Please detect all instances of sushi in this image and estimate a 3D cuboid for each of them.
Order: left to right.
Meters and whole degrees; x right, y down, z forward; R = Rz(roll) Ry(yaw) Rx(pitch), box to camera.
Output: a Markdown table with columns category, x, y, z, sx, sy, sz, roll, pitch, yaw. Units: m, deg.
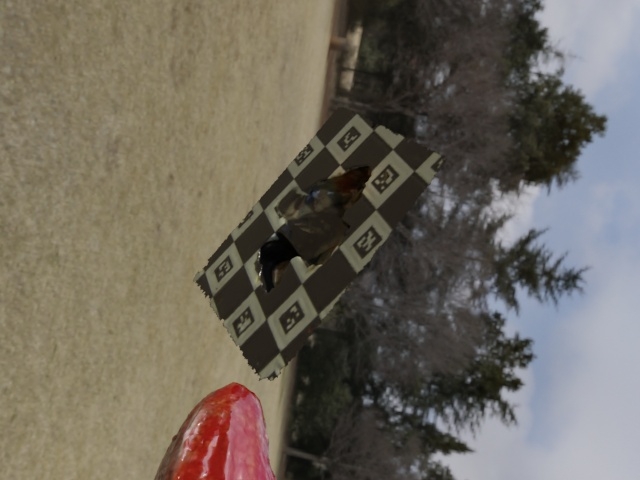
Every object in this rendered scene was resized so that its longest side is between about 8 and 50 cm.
| category | x | y | z | sx | sy | sz | roll | pitch | yaw |
| --- | --- | --- | --- | --- | --- | --- | --- | --- | --- |
| sushi | 0.000 | 0.000 | 0.586 | 0.210 | 0.040 | 0.193 | -51 | -146 | 2 |

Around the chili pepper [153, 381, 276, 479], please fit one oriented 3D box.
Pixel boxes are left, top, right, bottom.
| category | x | y | z | sx | sy | sz | roll | pitch | yaw |
| --- | --- | --- | --- | --- | --- | --- | --- | --- | --- |
| chili pepper | -0.057 | 0.191 | 0.323 | 0.144 | 0.136 | 0.252 | 51 | 35 | -35 |
